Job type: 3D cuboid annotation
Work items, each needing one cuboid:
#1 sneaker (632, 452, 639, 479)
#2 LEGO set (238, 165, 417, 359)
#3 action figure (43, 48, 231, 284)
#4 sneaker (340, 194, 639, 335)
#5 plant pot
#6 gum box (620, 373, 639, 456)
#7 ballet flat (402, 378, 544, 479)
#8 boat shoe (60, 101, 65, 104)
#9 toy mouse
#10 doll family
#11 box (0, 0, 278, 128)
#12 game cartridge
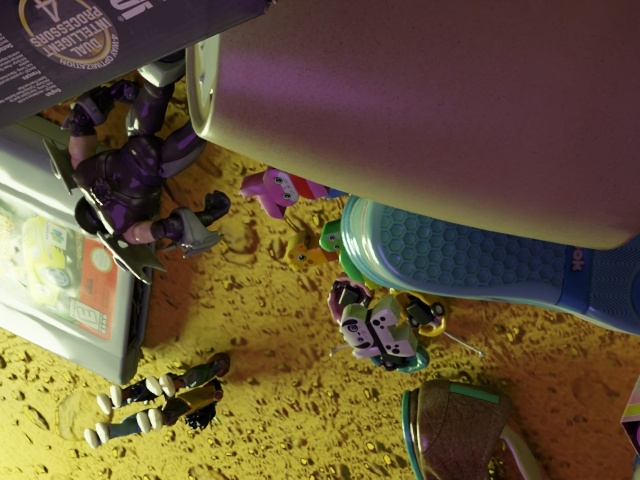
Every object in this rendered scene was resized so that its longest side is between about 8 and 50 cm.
[{"bbox_3d":[0.344,0.204,1.321,0.191,0.083,0.071,-26,110,42],"label":"sneaker"},{"bbox_3d":[0.000,0.000,1.320,0.093,0.087,0.227,-15,123,22],"label":"LEGO set"},{"bbox_3d":[-0.139,-0.082,1.334,0.185,0.099,0.285,46,131,5],"label":"action figure"},{"bbox_3d":[0.165,-0.002,1.233,0.319,0.127,0.208,13,179,-15],"label":"sneaker"},{"bbox_3d":[0.059,-0.125,0.986,0.274,0.256,0.256,1,139,-15],"label":"plant pot"},{"bbox_3d":[0.346,0.118,1.222,0.188,0.107,0.062,-13,120,39],"label":"gum box"},{"bbox_3d":[0.161,0.268,1.493,0.124,0.116,0.342,-4,124,11],"label":"ballet flat"},{"bbox_3d":[-0.191,-0.214,1.256,0.089,0.104,0.285,41,141,-2],"label":"boat shoe"},{"bbox_3d":[0.056,0.071,1.416,0.161,0.031,0.143,42,137,-8],"label":"toy mouse"},{"bbox_3d":[-0.159,0.166,1.594,0.193,0.111,0.076,-14,93,41],"label":"doll family"},{"bbox_3d":[-0.135,-0.222,0.972,0.395,0.318,0.097,-17,128,42],"label":"box"},{"bbox_3d":[-0.262,0.010,1.546,0.196,0.060,0.294,27,138,14],"label":"game cartridge"}]
